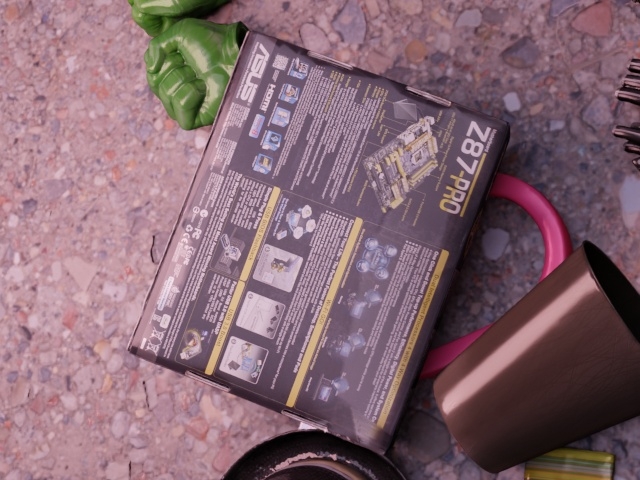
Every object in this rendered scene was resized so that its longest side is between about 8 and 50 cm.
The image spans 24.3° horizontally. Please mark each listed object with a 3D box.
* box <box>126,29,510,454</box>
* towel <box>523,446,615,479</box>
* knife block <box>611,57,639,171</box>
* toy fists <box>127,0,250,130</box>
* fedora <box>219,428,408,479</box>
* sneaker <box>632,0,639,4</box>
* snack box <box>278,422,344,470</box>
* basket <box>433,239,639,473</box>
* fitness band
[{"bbox_3d":[0.000,0.000,1.675,0.318,0.097,0.395,20,89,10],"label":"box"},{"bbox_3d":[0.262,0.345,1.624,0.102,0.021,0.237,2,79,29],"label":"towel"},{"bbox_3d":[0.466,-0.129,1.607,0.275,0.088,0.242,-28,69,16],"label":"knife block"},{"bbox_3d":[-0.171,-0.276,1.913,0.142,0.096,0.279,-22,72,18],"label":"toy fists"},{"bbox_3d":[-0.036,0.377,1.655,0.334,0.152,0.334,-2,83,21],"label":"fedora"},{"bbox_3d":[0.389,-0.284,1.677,0.225,0.088,0.093,11,83,25],"label":"sneaker"},{"bbox_3d":[0.007,0.226,1.758,0.064,0.022,0.178,24,88,25],"label":"snack box"},{"bbox_3d":[0.249,0.143,1.603,0.227,0.154,0.204,-35,106,20],"label":"basket"},{"bbox_3d":[0.150,0.040,1.724,0.291,0.054,0.209,-26,69,17],"label":"fitness band"}]
